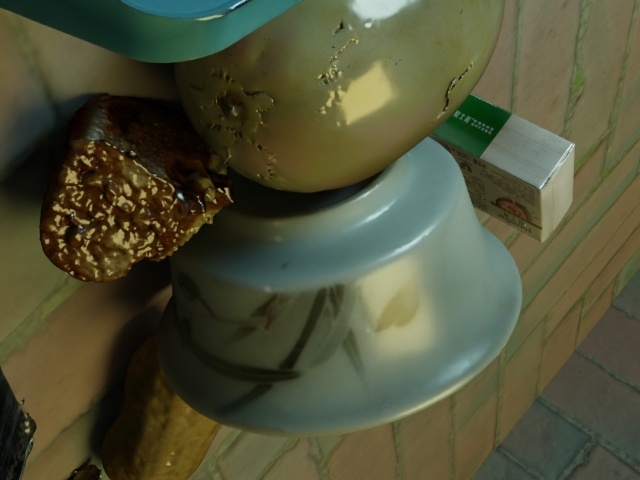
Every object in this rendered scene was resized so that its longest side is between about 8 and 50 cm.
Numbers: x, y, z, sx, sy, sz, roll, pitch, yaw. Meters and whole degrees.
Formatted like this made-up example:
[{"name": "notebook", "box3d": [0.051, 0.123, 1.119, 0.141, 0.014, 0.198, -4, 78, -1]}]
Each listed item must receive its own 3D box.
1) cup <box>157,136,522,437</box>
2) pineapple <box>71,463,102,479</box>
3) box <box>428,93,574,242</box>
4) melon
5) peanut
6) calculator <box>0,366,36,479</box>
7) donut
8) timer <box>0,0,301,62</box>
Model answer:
[{"name": "cup", "box3d": [0.000, 0.000, 1.023, 0.347, 0.347, 0.163, -39, 131, -33]}, {"name": "pineapple", "box3d": [-0.233, 0.336, 1.195, 0.164, 0.139, 0.250, -56, 153, -2]}, {"name": "box", "box3d": [0.206, -0.097, 1.375, 0.081, 0.199, 0.135, -51, 155, -16]}, {"name": "melon", "box3d": [0.018, -0.168, 0.914, 0.317, 0.223, 0.223, -45, 154, -38]}, {"name": "peanut", "box3d": [-0.158, 0.175, 1.158, 0.110, 0.120, 0.236, -31, 157, -51]}, {"name": "calculator", "box3d": [-0.288, 0.243, 0.938, 0.161, 0.021, 0.262, 91, 6, -56]}, {"name": "donut", "box3d": [-0.150, -0.045, 0.909, 0.126, 0.144, 0.186, -56, -161, 16]}, {"name": "timer", "box3d": [-0.088, -0.193, 0.659, 0.232, 0.250, 0.091, -37, 149, -34]}]
